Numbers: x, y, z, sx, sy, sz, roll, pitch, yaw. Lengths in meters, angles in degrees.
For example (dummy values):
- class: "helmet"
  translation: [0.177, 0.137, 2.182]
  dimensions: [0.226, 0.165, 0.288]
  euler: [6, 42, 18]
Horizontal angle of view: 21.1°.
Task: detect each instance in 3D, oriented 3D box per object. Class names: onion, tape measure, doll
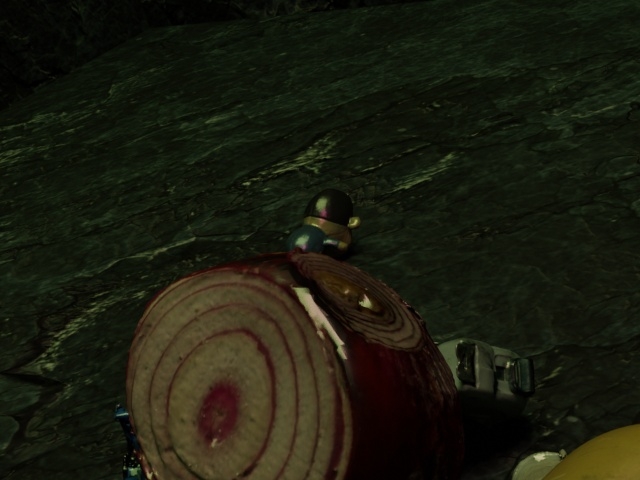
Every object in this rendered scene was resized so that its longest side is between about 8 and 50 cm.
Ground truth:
- class: "onion"
  translation: [-0.004, 0.157, 1.641]
  dimensions: [0.336, 0.282, 0.260]
  euler: [31, 17, 39]
- class: "tape measure"
  translation: [0.088, 0.172, 1.843]
  dimensions: [0.164, 0.084, 0.330]
  euler: [19, -25, -33]
- class: "doll"
  translation: [0.000, 0.000, 2.372]
  dimensions: [0.102, 0.089, 0.179]
  euler: [2, 49, 39]

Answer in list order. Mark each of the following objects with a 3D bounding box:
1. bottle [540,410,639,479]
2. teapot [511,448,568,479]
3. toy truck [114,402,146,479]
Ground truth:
- class: "bottle"
  translation: [0.210, 0.212, 1.121]
  dimensions: [0.171, 0.171, 0.351]
  euler: [7, 33, 46]
- class: "teapot"
  translation: [0.198, 0.271, 1.524]
  dimensions: [0.107, 0.077, 0.200]
  euler: [-30, 17, 12]
- class: "toy truck"
  translation: [-0.157, 0.233, 1.790]
  dimensions: [0.113, 0.126, 0.208]
  euler: [-13, 20, 5]
